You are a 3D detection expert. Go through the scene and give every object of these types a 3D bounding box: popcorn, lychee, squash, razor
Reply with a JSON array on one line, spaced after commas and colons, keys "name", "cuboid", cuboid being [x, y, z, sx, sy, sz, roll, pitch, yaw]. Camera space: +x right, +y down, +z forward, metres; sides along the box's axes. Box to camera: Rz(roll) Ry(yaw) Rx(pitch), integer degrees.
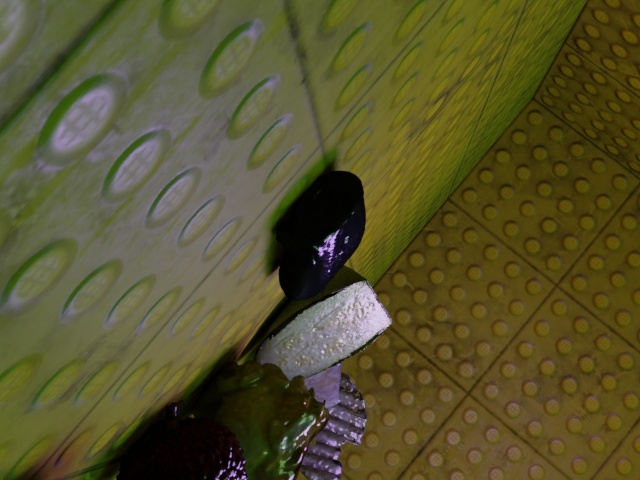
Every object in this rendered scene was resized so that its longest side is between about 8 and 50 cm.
[{"name": "popcorn", "cuboid": [-0.150, 0.418, 1.802, 0.312, 0.312, 0.312, -48, 171, -11]}, {"name": "lychee", "cuboid": [-0.277, 0.475, 1.570, 0.264, 0.300, 0.264, -11, 176, -1]}, {"name": "squash", "cuboid": [-0.015, 0.231, 1.923, 0.309, 0.210, 0.234, -51, 136, -19]}, {"name": "razor", "cuboid": [0.003, 0.002, 1.418, 0.189, 0.107, 0.327, -48, 170, -17]}]

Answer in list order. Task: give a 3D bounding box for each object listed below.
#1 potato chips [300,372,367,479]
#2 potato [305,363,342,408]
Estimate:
[{"name": "potato chips", "cuboid": [-0.061, 0.493, 2.218, 0.373, 0.389, 0.097, -50, 167, -50]}, {"name": "potato", "cuboid": [-0.057, 0.337, 2.143, 0.210, 0.190, 0.264, -17, 143, -12]}]
